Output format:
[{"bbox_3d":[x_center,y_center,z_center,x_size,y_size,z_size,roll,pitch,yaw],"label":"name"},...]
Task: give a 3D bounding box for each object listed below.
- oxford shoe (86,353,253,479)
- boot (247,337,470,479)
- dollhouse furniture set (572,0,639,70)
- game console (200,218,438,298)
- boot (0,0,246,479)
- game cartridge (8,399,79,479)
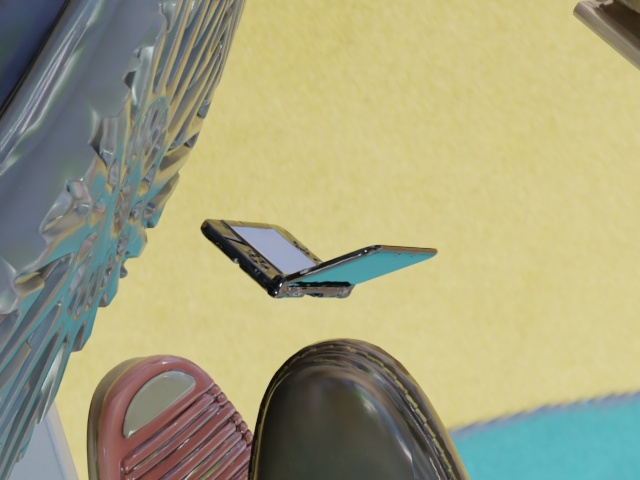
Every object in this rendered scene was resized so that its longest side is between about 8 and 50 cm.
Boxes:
[{"bbox_3d":[-0.102,0.205,1.182,0.123,0.130,0.348,-33,131,-32],"label":"oxford shoe"},{"bbox_3d":[0.001,0.137,0.479,0.082,0.106,0.219,-5,90,22],"label":"boot"},{"bbox_3d":[0.259,-0.236,1.573,0.394,0.362,0.256,-14,140,-49],"label":"dollhouse furniture set"},{"bbox_3d":[0.000,0.000,1.224,0.071,0.107,0.122,-54,160,13],"label":"game console"},{"bbox_3d":[-0.270,-0.093,0.632,0.445,0.367,0.146,21,138,5],"label":"boot"},{"bbox_3d":[-0.322,0.160,1.312,0.294,0.060,0.196,-16,89,5],"label":"game cartridge"}]
